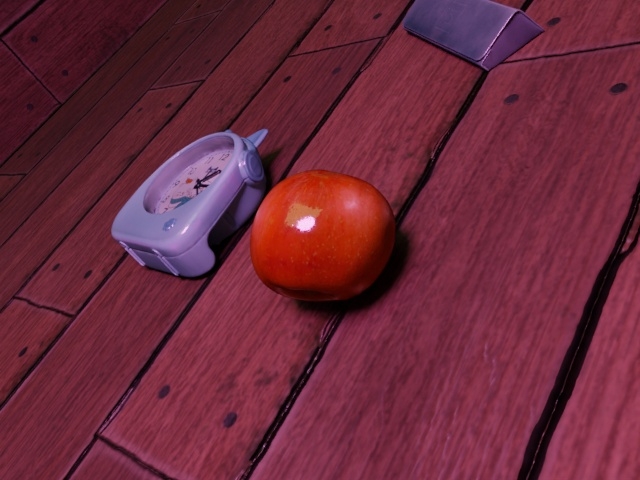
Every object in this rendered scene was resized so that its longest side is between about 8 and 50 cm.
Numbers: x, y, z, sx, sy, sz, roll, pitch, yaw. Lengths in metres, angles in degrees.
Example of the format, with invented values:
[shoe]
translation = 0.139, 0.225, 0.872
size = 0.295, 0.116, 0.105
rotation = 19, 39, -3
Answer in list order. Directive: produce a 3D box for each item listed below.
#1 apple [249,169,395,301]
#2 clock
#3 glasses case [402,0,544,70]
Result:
[apple]
translation = 0.000, 0.000, 0.700
size = 0.163, 0.163, 0.139
rotation = 0, 63, 41
[clock]
translation = -0.185, -0.073, 1.000
size = 0.224, 0.094, 0.274
rotation = 12, 55, 47
[glasses case]
translation = 0.220, -0.345, 0.985
size = 0.105, 0.056, 0.266
rotation = -36, 35, 1
